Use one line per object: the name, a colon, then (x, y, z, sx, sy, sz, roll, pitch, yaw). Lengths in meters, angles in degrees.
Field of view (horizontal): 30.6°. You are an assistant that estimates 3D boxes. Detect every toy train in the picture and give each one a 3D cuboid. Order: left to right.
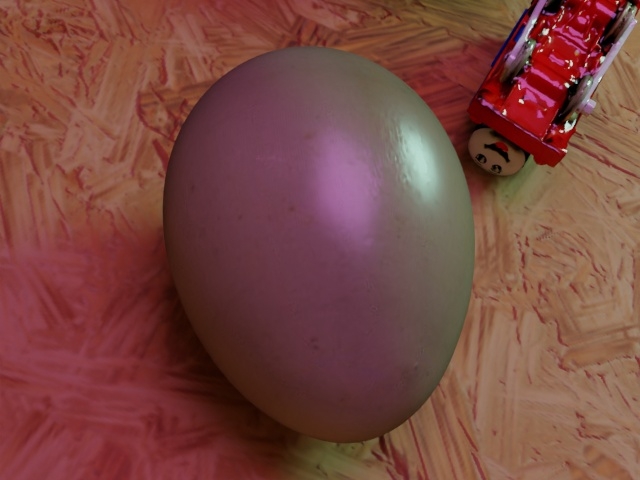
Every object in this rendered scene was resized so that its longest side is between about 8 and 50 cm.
toy train: (0.183, -0.137, 0.940, 0.083, 0.131, 0.204, 34, 60, 0)

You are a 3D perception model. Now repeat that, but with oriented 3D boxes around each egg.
egg: (0.000, 0.000, 0.714, 0.188, 0.188, 0.253, 2, 60, -19)
